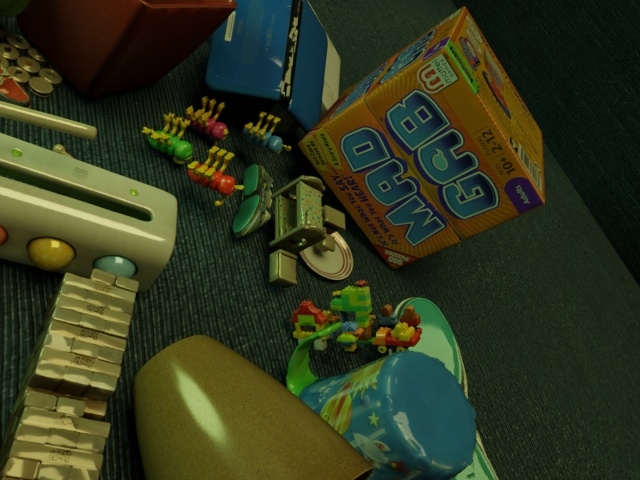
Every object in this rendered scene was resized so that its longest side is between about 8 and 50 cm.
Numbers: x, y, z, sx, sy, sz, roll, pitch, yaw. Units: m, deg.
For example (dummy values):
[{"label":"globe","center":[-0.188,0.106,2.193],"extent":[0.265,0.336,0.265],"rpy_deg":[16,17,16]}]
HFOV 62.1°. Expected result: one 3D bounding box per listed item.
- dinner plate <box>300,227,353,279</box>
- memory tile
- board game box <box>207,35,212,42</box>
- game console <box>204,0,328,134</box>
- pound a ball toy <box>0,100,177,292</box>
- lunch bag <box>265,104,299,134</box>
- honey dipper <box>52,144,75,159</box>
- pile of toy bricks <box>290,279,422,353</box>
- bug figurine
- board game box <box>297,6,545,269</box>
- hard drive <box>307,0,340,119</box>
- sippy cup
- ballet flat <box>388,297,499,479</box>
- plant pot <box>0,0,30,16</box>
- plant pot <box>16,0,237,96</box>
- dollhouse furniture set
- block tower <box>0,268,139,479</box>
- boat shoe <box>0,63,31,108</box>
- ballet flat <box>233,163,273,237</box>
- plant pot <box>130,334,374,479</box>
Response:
[{"label":"dinner plate","center":[0.006,0.021,1.073],"extent":[0.141,0.017,0.141],"rpy_deg":[25,42,-24]},{"label":"memory tile","center":[-0.507,-0.306,0.893],"extent":[0.148,0.012,0.113],"rpy_deg":[31,40,-19]},{"label":"board game box","center":[-0.172,-0.583,1.402],"extent":[0.233,0.078,0.347],"rpy_deg":[29,41,-21]},{"label":"game console","center":[-0.105,-0.396,1.161],"extent":[0.250,0.173,0.293],"rpy_deg":[7,72,-7]},{"label":"pound a ball toy","center":[-0.339,-0.049,0.659],"extent":[0.319,0.208,0.135],"rpy_deg":[20,44,-31]},{"label":"lunch bag","center":[-0.072,-0.285,1.231],"extent":[0.083,0.071,0.053],"rpy_deg":[5,54,-42]},{"label":"honey dipper","center":[-0.353,-0.096,0.834],"extent":[0.161,0.030,0.030],"rpy_deg":[40,38,-6]},{"label":"pile of toy bricks","center":[0.063,0.118,0.879],"extent":[0.118,0.212,0.105],"rpy_deg":[-27,111,-59]},{"label":"bug figurine","center":[-0.193,-0.177,0.995],"extent":[0.216,0.072,0.279],"rpy_deg":[27,39,8]},{"label":"board game box","center":[0.240,-0.225,1.178],"extent":[0.356,0.356,0.356],"rpy_deg":[51,36,-16]},{"label":"hard drive","center":[-0.013,-0.465,1.400],"extent":[0.210,0.040,0.318],"rpy_deg":[51,31,-40]},{"label":"sippy cup","center":[0.087,0.273,0.754],"extent":[0.305,0.224,0.240],"rpy_deg":[34,39,-15]},{"label":"ballet flat","center":[0.193,0.295,0.917],"extent":[0.139,0.139,0.400],"rpy_deg":[14,48,-35]},{"label":"plant pot","center":[-0.601,-0.414,0.731],"extent":[0.276,0.276,0.254],"rpy_deg":[43,49,-3]},{"label":"plant pot","center":[-0.359,-0.407,0.929],"extent":[0.267,0.236,0.267],"rpy_deg":[45,32,0]},{"label":"dollhouse furniture set","center":[0.000,0.000,0.981],"extent":[0.161,0.101,0.181],"rpy_deg":[23,53,-39]},{"label":"block tower","center":[-0.286,0.191,0.587],"extent":[0.091,0.097,0.335],"rpy_deg":[22,42,-27]},{"label":"boat shoe","center":[-0.509,-0.257,0.823],"extent":[0.137,0.043,0.049],"rpy_deg":[40,36,-10]},{"label":"ballet flat","center":[-0.118,-0.067,1.004],"extent":[0.070,0.070,0.188],"rpy_deg":[27,45,-23]},{"label":"plant pot","center":[-0.109,0.242,0.622],"extent":[0.237,0.237,0.254],"rpy_deg":[-13,52,-48]}]
